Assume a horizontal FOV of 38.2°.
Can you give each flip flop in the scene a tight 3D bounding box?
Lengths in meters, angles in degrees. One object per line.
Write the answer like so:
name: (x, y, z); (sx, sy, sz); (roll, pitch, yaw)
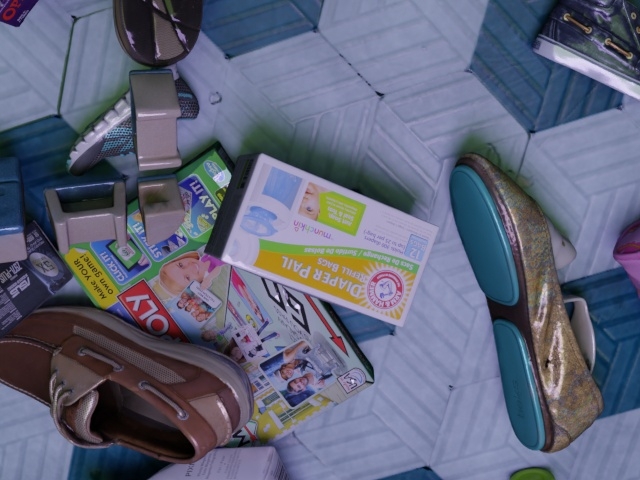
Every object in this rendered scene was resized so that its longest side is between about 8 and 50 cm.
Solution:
flip flop: (-0.156, -0.307, 0.900); (0.112, 0.080, 0.277); (2, 96, -27)

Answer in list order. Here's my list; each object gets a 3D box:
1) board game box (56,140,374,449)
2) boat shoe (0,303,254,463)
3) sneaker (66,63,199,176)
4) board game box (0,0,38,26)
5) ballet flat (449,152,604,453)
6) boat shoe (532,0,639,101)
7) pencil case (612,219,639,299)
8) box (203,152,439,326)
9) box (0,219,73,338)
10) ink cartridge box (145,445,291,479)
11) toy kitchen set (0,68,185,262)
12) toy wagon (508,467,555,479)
board game box: (-0.112, 0.081, 1.032); (0.213, 0.046, 0.317); (-32, 103, 9)
boat shoe: (-0.234, 0.154, 0.978); (0.324, 0.116, 0.123); (8, 121, 22)
sneaker: (-0.196, -0.112, 0.973); (0.166, 0.065, 0.076); (-38, 109, 15)
board game box: (-0.344, -0.391, 0.854); (0.347, 0.056, 0.208); (44, 99, 8)
ballet flat: (0.230, 0.059, 0.993); (0.123, 0.123, 0.349); (-16, 104, 6)
boat shoe: (0.313, -0.192, 0.934); (0.183, 0.065, 0.083); (23, 106, -4)
pencil case: (0.416, 0.093, 0.987); (0.124, 0.124, 0.284); (-28, 102, 9)
box: (0.000, 0.000, 0.944); (0.203, 0.103, 0.114); (21, 88, -17)
box: (-0.368, 0.072, 0.948); (0.147, 0.180, 0.078); (-26, 104, 27)
ink cartridge box: (-0.133, 0.323, 1.080); (0.232, 0.066, 0.189); (-4, 127, 24)
toy kitchen set: (-0.245, -0.087, 0.901); (0.207, 0.122, 0.166); (-7, 132, -15)
toy wagon: (0.254, 0.406, 1.103); (0.344, 0.068, 0.267); (-12, 105, 5)
